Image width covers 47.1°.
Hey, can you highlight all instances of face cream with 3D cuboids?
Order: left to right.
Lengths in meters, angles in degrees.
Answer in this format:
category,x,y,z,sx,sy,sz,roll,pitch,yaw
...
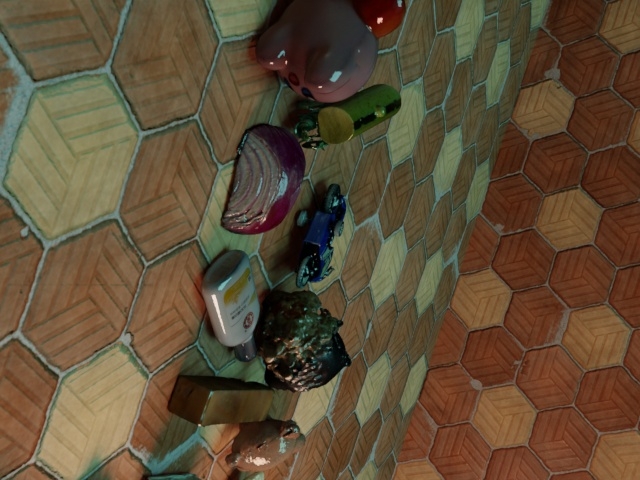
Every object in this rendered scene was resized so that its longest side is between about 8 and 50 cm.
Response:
category,x,y,z,sx,sy,sz,roll,pitch,yaw
face cream,-0.191,0.163,1.646,0.144,0.071,0.291,-49,146,-39

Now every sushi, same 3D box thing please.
category,x,y,z,sx,sy,sz,roll,pitch,yaw
sushi,-0.050,0.234,1.793,0.225,0.238,0.218,-18,121,-16

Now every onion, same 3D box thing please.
category,x,y,z,sx,sy,sz,roll,pitch,yaw
onion,-0.090,-0.123,1.626,0.247,0.111,0.249,0,104,-61

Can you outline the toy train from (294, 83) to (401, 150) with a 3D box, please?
category,x,y,z,sx,sy,sz,roll,pitch,yaw
toy train,0.068,-0.287,1.731,0.307,0.190,0.126,-36,135,-52

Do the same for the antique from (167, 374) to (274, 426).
category,x,y,z,sx,sy,sz,roll,pitch,yaw
antique,-0.218,0.368,1.696,0.310,0.093,0.087,23,85,-64

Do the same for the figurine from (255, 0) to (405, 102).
category,x,y,z,sx,sy,sz,roll,pitch,yaw
figurine,0.023,-0.408,1.527,0.261,0.270,0.211,-59,158,-6

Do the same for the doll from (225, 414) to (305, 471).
category,x,y,z,sx,sy,sz,roll,pitch,yaw
doll,-0.147,0.519,1.912,0.201,0.156,0.303,-23,163,-8

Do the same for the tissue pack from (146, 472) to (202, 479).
category,x,y,z,sx,sy,sz,roll,pitch,yaw
tissue pack,-0.327,0.660,1.609,0.198,0.146,0.263,33,76,-64

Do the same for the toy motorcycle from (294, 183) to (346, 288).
category,x,y,z,sx,sy,sz,roll,pitch,yaw
toy motorcycle,0.000,0.000,1.882,0.169,0.113,0.315,81,27,-60

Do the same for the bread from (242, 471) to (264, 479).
category,x,y,z,sx,sy,sz,roll,pitch,yaw
bread,-0.217,0.692,1.923,0.112,0.036,0.192,-5,126,-47
